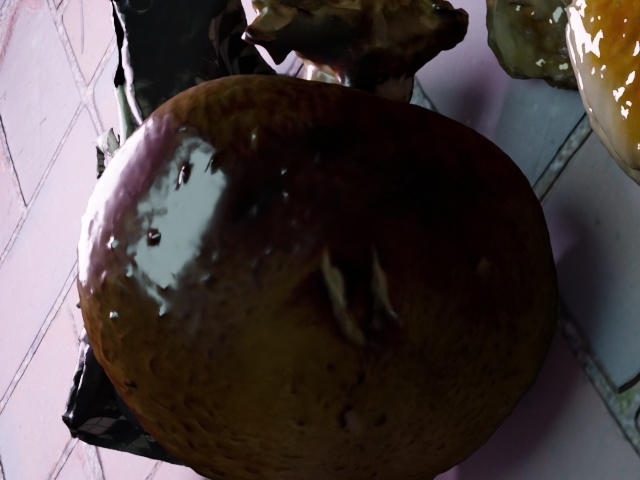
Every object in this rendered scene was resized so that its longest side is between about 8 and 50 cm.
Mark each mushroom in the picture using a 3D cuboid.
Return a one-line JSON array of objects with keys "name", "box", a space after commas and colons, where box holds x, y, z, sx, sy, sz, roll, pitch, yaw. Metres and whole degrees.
[{"name": "mushroom", "box": [-0.017, 0.002, 1.112, 0.356, 0.331, 0.334, 53, 135, 51]}]

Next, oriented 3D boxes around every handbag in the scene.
[{"name": "handbag", "box": [-0.142, -0.009, 1.374, 0.317, 0.180, 0.416, 85, -167, -81]}]

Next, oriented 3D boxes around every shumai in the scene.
[{"name": "shumai", "box": [0.157, -0.206, 1.113, 0.209, 0.153, 0.161, -2, 69, 60]}]

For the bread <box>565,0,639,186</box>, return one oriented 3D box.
[{"name": "bread", "box": [0.288, -0.104, 0.842, 0.314, 0.171, 0.192, -37, 60, 52]}]
